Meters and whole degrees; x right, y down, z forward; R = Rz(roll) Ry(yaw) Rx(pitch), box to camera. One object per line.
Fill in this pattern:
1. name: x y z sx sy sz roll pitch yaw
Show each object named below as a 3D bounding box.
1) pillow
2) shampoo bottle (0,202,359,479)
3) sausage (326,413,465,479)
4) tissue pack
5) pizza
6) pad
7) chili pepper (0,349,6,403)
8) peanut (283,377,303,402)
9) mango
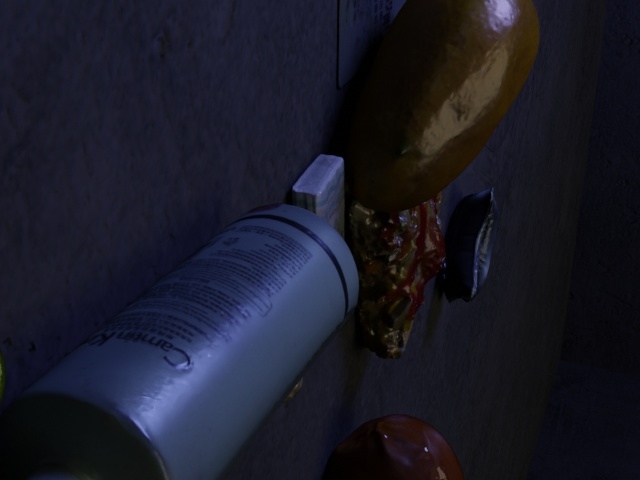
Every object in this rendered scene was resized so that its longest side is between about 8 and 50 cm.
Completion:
1. pillow: 0.174 0.007 1.146 0.091 0.055 0.136 35 69 -72
2. shampoo bottle: -0.063 0.065 0.441 0.262 0.085 0.085 -45 142 -59
3. sausage: 0.068 0.272 0.878 0.133 0.133 0.258 -42 139 -61
4. tissue pack: 0.000 0.000 0.684 0.056 0.023 0.108 -55 151 -50
5. pizza: 0.068 0.002 0.828 0.199 0.062 0.188 40 60 -68
6. pad: 0.045 -0.254 0.699 0.159 0.009 0.265 -49 145 -55
7. chili pepper: -0.130 0.068 0.351 0.030 0.017 0.083 60 45 -61
8. peanut: -0.021 0.072 0.648 0.037 0.037 0.083 80 26 -46
9. mango: 0.087 -0.115 0.732 0.227 0.109 0.147 -58 -174 -30
